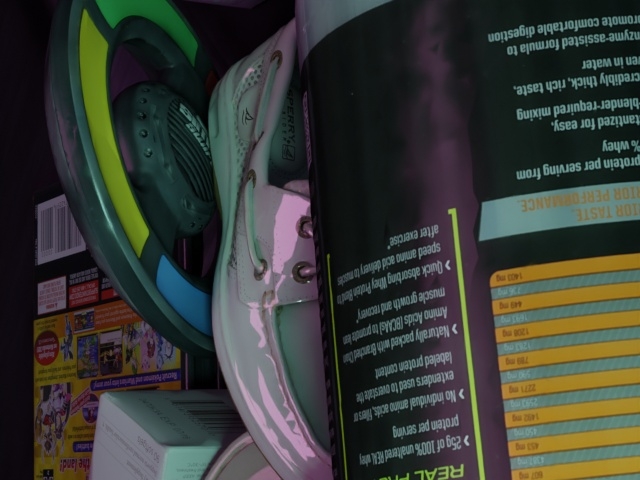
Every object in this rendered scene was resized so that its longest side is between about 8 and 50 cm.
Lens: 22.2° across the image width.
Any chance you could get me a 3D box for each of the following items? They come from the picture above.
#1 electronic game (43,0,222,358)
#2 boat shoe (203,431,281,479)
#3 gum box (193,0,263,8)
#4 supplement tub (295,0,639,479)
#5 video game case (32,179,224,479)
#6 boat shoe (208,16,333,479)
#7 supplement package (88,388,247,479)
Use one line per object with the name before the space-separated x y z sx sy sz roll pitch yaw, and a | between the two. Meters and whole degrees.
electronic game | -0.086 -0.046 0.913 0.048 0.229 0.229 -18 67 18
boat shoe | -0.024 0.268 0.873 0.112 0.095 0.335 1 83 30
gum box | -0.050 -0.189 0.942 0.188 0.107 0.062 -16 74 59
supplement tub | 0.096 0.037 0.578 0.193 0.193 0.316 -25 65 57
video game case | -0.142 0.067 1.155 0.275 0.035 0.248 -14 75 58
boat shoe | 0.000 0.000 0.846 0.096 0.098 0.277 -49 46 48
supplement package | -0.076 0.188 0.955 0.105 0.105 0.179 25 110 58
